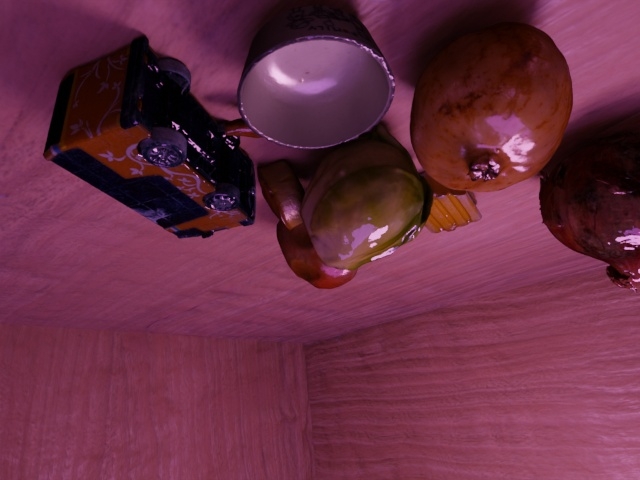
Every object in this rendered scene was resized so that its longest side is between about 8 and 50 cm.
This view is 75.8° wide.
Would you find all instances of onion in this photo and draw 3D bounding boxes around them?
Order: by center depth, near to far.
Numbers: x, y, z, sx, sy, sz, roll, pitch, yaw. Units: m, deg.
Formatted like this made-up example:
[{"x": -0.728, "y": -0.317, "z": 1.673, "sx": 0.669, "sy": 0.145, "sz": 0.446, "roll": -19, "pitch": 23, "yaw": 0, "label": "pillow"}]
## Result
[{"x": 0.660, "y": -0.089, "z": 0.894, "sx": 0.352, "sy": 0.354, "sz": 0.354, "roll": -6, "pitch": 157, "yaw": -2, "label": "onion"}]

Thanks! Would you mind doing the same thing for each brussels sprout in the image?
[{"x": 0.092, "y": -0.079, "z": 0.831, "sx": 0.294, "sy": 0.227, "sz": 0.260, "roll": -34, "pitch": 148, "yaw": -9, "label": "brussels sprout"}]

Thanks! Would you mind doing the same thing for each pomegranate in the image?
[{"x": 0.241, "y": -0.183, "z": 0.604, "sx": 0.247, "sy": 0.249, "sz": 0.248, "roll": -6, "pitch": 157, "yaw": -2, "label": "pomegranate"}]

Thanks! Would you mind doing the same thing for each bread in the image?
[{"x": -0.073, "y": -0.089, "z": 0.885, "sx": 0.086, "sy": 0.125, "sz": 0.156, "roll": -27, "pitch": 151, "yaw": 2, "label": "bread"}]

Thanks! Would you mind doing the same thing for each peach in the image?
[{"x": 0.000, "y": 0.000, "z": 1.030, "sx": 0.235, "sy": 0.214, "sz": 0.214, "roll": 29, "pitch": 155, "yaw": 4, "label": "peach"}]

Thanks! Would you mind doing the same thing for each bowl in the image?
[{"x": -0.011, "y": -0.233, "z": 0.569, "sx": 0.211, "sy": 0.112, "sz": 0.211, "roll": -6, "pitch": 158, "yaw": -2, "label": "bowl"}]

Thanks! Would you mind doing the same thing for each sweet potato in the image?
[{"x": -0.031, "y": -0.199, "z": 0.705, "sx": 0.264, "sy": 0.058, "sz": 0.057, "roll": -9, "pitch": 158, "yaw": -11, "label": "sweet potato"}]

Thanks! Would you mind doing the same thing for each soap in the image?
[{"x": 0.304, "y": -0.095, "z": 1.028, "sx": 0.140, "sy": 0.073, "sz": 0.232, "roll": -20, "pitch": 153, "yaw": 26, "label": "soap"}]

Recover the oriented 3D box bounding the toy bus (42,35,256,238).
[{"x": -0.249, "y": -0.135, "z": 0.678, "sx": 0.194, "sy": 0.162, "sz": 0.323, "roll": -13, "pitch": 155, "yaw": 15, "label": "toy bus"}]
